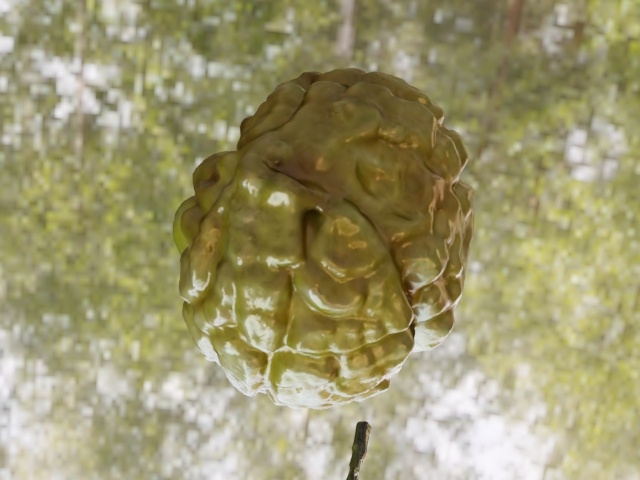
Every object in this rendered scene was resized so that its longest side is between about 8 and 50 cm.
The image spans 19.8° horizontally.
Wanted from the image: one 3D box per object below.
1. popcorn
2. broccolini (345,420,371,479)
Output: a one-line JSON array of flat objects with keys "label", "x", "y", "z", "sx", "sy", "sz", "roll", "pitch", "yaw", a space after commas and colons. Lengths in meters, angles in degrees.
[{"label": "popcorn", "x": 0.000, "y": 0.000, "z": 1.414, "sx": 0.224, "sy": 0.270, "sz": 0.258, "roll": 30, "pitch": -162, "yaw": -14}, {"label": "broccolini", "x": 0.023, "y": 0.208, "z": 1.612, "sx": 0.035, "sy": 0.030, "sz": 0.140, "roll": 7, "pitch": -144, "yaw": 5}]
